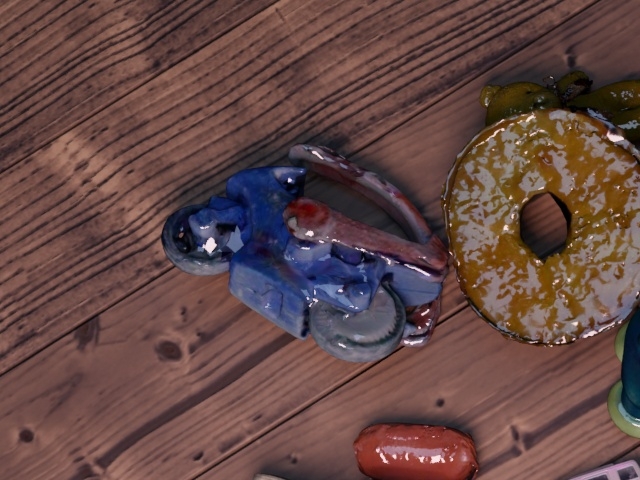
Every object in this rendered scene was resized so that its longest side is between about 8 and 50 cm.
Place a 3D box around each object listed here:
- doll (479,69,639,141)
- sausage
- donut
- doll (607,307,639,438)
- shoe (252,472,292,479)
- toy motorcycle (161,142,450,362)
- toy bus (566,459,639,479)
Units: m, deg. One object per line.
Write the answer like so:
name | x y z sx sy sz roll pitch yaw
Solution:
doll | 0.297 -0.152 2.132 0.209 0.097 0.137 -13 61 2
sausage | 0.108 0.238 2.009 0.141 0.076 0.076 2 67 15
donut | 0.265 -0.012 2.041 0.272 0.107 0.272 -3 80 16
doll | 0.458 0.141 1.912 0.322 0.186 0.198 0 67 16
shoe | 0.025 0.354 1.925 0.316 0.124 0.159 16 84 48
toy motorcycle | -0.005 0.018 2.107 0.319 0.241 0.182 30 116 17
toy bus | 0.296 0.286 1.952 0.123 0.060 0.075 -18 59 2
